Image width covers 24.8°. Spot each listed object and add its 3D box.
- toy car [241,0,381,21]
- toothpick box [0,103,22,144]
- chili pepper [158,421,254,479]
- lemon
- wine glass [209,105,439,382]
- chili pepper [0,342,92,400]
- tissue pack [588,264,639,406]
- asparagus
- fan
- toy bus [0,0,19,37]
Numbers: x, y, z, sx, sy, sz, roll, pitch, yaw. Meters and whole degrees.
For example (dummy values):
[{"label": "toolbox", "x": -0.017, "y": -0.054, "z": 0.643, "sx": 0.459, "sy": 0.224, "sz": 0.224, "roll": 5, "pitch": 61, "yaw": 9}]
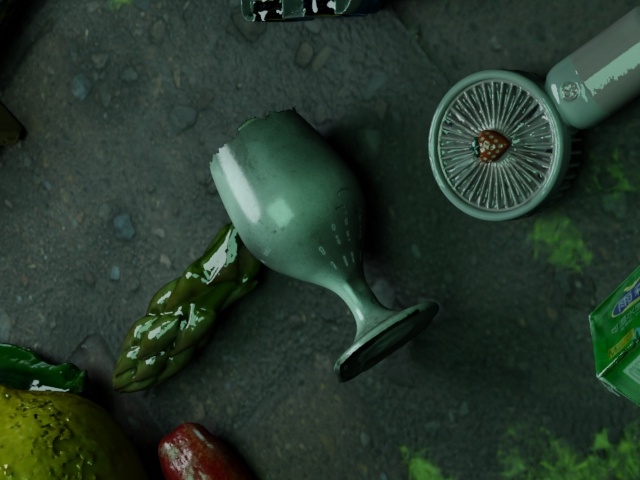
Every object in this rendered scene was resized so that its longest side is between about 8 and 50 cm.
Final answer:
[{"label": "toy car", "x": 0.003, "y": -0.252, "z": 1.340, "sx": 0.191, "sy": 0.100, "sz": 0.097, "roll": 8, "pitch": 100, "yaw": 55}, {"label": "toothpick box", "x": -0.513, "y": -0.059, "z": 1.678, "sx": 0.187, "sy": 0.190, "sz": 0.308, "roll": 44, "pitch": 122, "yaw": 22}, {"label": "chili pepper", "x": -0.116, "y": 0.247, "z": 1.490, "sx": 0.123, "sy": 0.070, "sz": 0.073, "roll": 49, "pitch": 136, "yaw": 19}, {"label": "lemon", "x": -0.299, "y": 0.299, "z": 1.517, "sx": 0.257, "sy": 0.258, "sz": 0.310, "roll": 6, "pitch": 114, "yaw": 35}, {"label": "wine glass", "x": 0.000, "y": 0.000, "z": 1.344, "sx": 0.126, "sy": 0.126, "sz": 0.241, "roll": -43, "pitch": 73, "yaw": 31}, {"label": "chili pepper", "x": -0.340, "y": 0.164, "z": 1.646, "sx": 0.216, "sy": 0.062, "sz": 0.108, "roll": -8, "pitch": 90, "yaw": 34}, {"label": "tissue pack", "x": 0.328, "y": 0.036, "z": 1.113, "sx": 0.148, "sy": 0.156, "sz": 0.209, "roll": 33, "pitch": 117, "yaw": -11}, {"label": "asparagus", "x": -0.136, "y": 0.076, "z": 1.481, "sx": 0.287, "sy": 0.080, "sz": 0.080, "roll": -45, "pitch": 69, "yaw": 31}, {"label": "fan", "x": 0.198, "y": -0.112, "z": 1.221, "sx": 0.244, "sy": 0.074, "sz": 0.130, "roll": -38, "pitch": 73, "yaw": 32}, {"label": "toy bus", "x": -0.388, "y": -0.261, "z": 1.609, "sx": 0.088, "sy": 0.101, "sz": 0.175, "roll": 33, "pitch": 115, "yaw": -2}]
